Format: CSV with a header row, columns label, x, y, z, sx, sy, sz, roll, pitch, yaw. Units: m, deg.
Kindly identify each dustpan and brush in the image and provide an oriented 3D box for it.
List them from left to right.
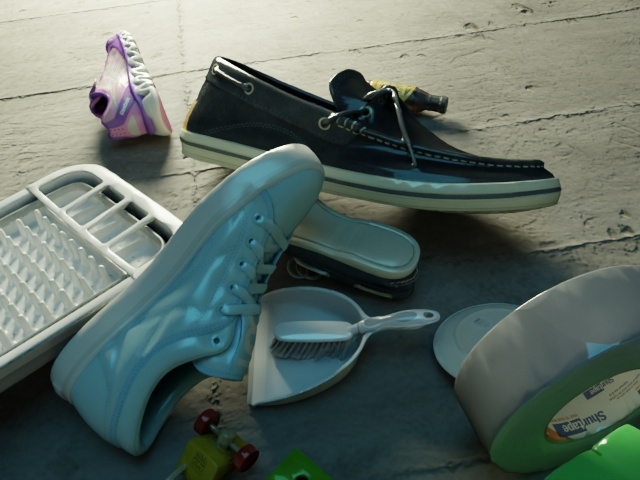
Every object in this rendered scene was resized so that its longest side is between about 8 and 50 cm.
label,x,y,z,sx,sy,sz,roll,pitch,yaw
dustpan and brush,0.024,0.102,0.783,0.211,0.060,0.147,-3,48,1

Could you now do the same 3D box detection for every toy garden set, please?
label,x,y,z,sx,sy,sz,roll,pitch,yaw
toy garden set,-0.099,0.286,0.636,0.204,0.049,0.244,33,58,27

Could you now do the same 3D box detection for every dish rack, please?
label,x,y,z,sx,sy,sz,roll,pitch,yaw
dish rack,-0.338,0.049,0.820,0.333,0.072,0.285,-34,46,-28

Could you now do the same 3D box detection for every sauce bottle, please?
label,x,y,z,sx,sy,sz,roll,pitch,yaw
sauce bottle,0.128,-0.215,1.079,0.128,0.042,0.042,11,49,13

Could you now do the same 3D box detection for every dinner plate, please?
label,x,y,z,sx,sy,sz,roll,pitch,yaw
dinner plate,0.193,0.108,0.774,0.141,0.017,0.141,-7,31,4

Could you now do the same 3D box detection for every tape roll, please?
label,x,y,z,sx,sy,sz,roll,pitch,yaw
tape roll,0.236,0.122,0.646,0.219,0.219,0.072,-17,49,-11

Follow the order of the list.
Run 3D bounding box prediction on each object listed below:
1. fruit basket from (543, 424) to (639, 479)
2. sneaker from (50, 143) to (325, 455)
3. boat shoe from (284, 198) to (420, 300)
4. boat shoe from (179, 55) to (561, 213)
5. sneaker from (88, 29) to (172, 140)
label,x,y,z,sx,sy,sz,roll,pitch,yaw
fruit basket,0.264,0.316,0.476,0.327,0.165,0.353,-27,44,-16
sneaker,-0.102,0.068,0.746,0.150,0.135,0.366,43,90,19
boat shoe,0.000,0.000,0.866,0.254,0.079,0.095,18,50,16
boat shoe,0.052,-0.134,0.900,0.500,0.156,0.187,15,9,20
sneaker,-0.309,-0.235,1.095,0.104,0.095,0.236,-23,51,-7
